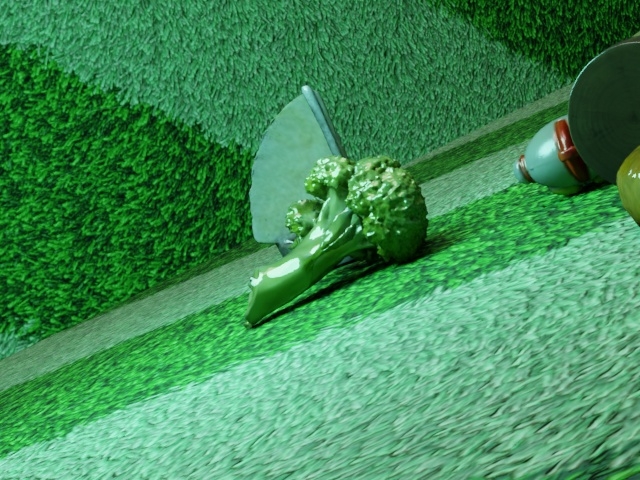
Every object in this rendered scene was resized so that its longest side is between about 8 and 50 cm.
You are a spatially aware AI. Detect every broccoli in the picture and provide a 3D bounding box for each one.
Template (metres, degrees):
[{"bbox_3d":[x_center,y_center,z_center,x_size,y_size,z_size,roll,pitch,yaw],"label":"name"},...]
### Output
[{"bbox_3d":[0.011,-0.029,1.799,0.302,0.186,0.254,-17,16,8],"label":"broccoli"}]

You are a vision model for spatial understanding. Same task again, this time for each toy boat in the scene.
[{"bbox_3d":[-0.007,-0.069,2.022,0.276,0.293,0.111,-39,-5,35],"label":"toy boat"}]

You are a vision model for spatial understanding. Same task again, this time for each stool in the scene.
[{"bbox_3d":[0.433,-0.180,1.493,0.179,0.179,0.264,-20,7,36],"label":"stool"}]

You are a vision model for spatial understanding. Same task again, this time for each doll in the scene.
[{"bbox_3d":[0.366,-0.125,1.716,0.200,0.105,0.336,-20,-1,15],"label":"doll"}]

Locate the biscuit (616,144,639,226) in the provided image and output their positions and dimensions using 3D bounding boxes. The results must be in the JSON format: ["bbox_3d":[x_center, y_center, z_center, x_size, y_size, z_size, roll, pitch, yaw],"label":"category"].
[{"bbox_3d":[0.395,-0.084,1.190,0.213,0.091,0.274,-22,8,-1],"label":"biscuit"}]
